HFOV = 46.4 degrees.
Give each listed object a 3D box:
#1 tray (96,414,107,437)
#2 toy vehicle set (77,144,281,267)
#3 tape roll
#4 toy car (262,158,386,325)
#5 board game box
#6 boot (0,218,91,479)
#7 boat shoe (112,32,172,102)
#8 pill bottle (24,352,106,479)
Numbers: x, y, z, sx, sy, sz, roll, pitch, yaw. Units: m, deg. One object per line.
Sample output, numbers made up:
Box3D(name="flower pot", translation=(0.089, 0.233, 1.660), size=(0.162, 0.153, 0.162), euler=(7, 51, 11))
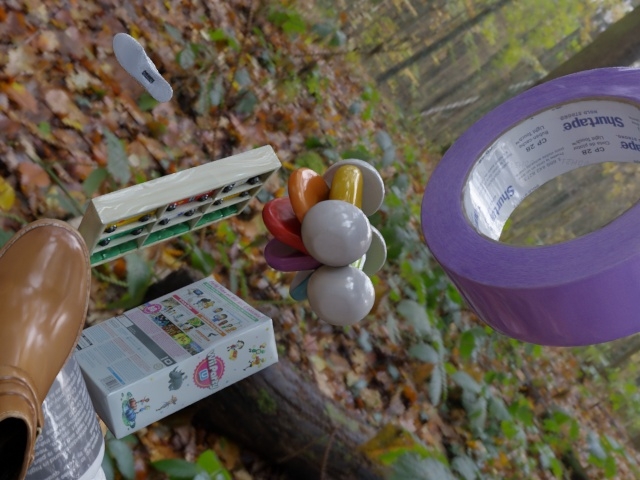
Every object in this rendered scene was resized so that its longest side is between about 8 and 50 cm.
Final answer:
Box3D(name="tray", translation=(-0.656, 0.388, 1.476), size=(0.410, 0.076, 0.203), euler=(11, 33, 0))
Box3D(name="toy vehicle set", translation=(-0.199, -0.045, 1.020), size=(0.266, 0.166, 0.035), euler=(-23, 80, -33))
Box3D(name="tape roll", translation=(0.236, -0.038, 0.701), size=(0.090, 0.274, 0.275), euler=(52, 10, -34))
Box3D(name="toy car", translation=(0.000, 0.000, 0.848), size=(0.159, 0.136, 0.182), euler=(-68, 157, -58))
Box3D(name="board game box", translation=(-0.261, 0.189, 1.290), size=(0.224, 0.303, 0.098), euler=(28, -47, 48))
Box3D(name="boot", translation=(-0.265, 0.113, 0.618), size=(0.109, 0.283, 0.220), euler=(31, -11, -19))
Box3D(name="boat shoe", translation=(-0.225, -0.217, 0.939), size=(0.100, 0.035, 0.035), euler=(48, -5, -26))
Box3D(name="pill bottle", translation=(-0.401, 0.232, 0.967), size=(0.204, 0.204, 0.361), euler=(-99, 179, -66))
